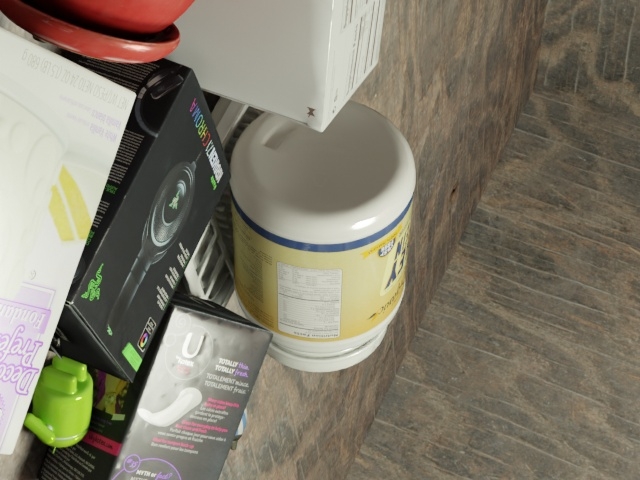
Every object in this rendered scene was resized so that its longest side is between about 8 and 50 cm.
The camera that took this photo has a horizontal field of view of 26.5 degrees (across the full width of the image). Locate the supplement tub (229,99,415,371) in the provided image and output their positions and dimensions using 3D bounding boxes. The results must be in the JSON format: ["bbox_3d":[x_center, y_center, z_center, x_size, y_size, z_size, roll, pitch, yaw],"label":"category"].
[{"bbox_3d":[0.000,0.000,1.733,0.316,0.228,0.228,91,24,-50],"label":"supplement tub"}]

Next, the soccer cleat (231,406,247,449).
[{"bbox_3d":[-0.185,0.225,1.922,0.331,0.116,0.143,28,67,-77],"label":"soccer cleat"}]

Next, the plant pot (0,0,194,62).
[{"bbox_3d":[-0.176,-0.254,1.149,0.191,0.191,0.174,-34,148,-64],"label":"plant pot"}]

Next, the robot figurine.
[{"bbox_3d":[-0.292,0.186,1.540,0.101,0.067,0.115,-62,166,-54],"label":"robot figurine"}]

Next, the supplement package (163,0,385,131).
[{"bbox_3d":[-0.078,-0.260,1.327,0.145,0.261,0.204,-55,159,-44],"label":"supplement package"}]

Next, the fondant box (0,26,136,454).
[{"bbox_3d":[-0.300,-0.007,1.081,0.238,0.096,0.330,22,87,-58],"label":"fondant box"}]

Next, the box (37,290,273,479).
[{"bbox_3d":[-0.199,0.198,1.629,0.165,0.143,0.270,20,92,-43],"label":"box"}]

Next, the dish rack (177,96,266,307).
[{"bbox_3d":[-0.120,-0.083,1.777,0.285,0.072,0.333,79,35,-61],"label":"dish rack"}]

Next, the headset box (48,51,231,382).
[{"bbox_3d":[-0.222,-0.019,1.378,0.246,0.131,0.283,77,35,-65],"label":"headset box"}]
